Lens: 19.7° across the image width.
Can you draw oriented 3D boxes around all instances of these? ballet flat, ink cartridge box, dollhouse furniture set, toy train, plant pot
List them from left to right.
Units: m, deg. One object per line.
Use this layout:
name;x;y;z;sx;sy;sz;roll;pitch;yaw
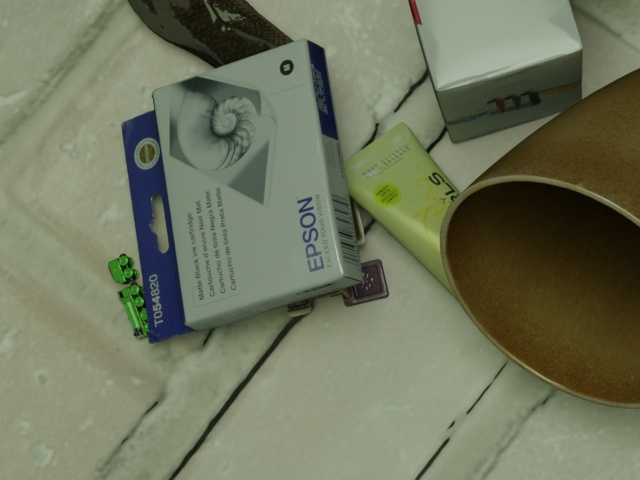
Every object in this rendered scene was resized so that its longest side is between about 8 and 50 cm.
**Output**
toy train;-0.171;0.052;1.672;0.024;0.017;0.083;-26;76;14
ballet flat;-0.090;-0.200;1.692;0.250;0.058;0.084;39;111;20
ink cartridge box;-0.083;-0.041;1.612;0.224;0.045;0.223;-18;72;26
dollhouse furniture set;0.000;0.000;1.618;0.091;0.081;0.114;-14;77;7
ink cartridge box;0.148;-0.178;1.579;0.127;0.176;0.128;-16;77;4
plant pot;0.263;-0.033;1.503;0.237;0.237;0.254;32;54;14

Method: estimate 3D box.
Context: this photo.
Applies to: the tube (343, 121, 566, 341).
tube;0.115;0.002;1.609;0.240;0.070;0.062;49;115;17
